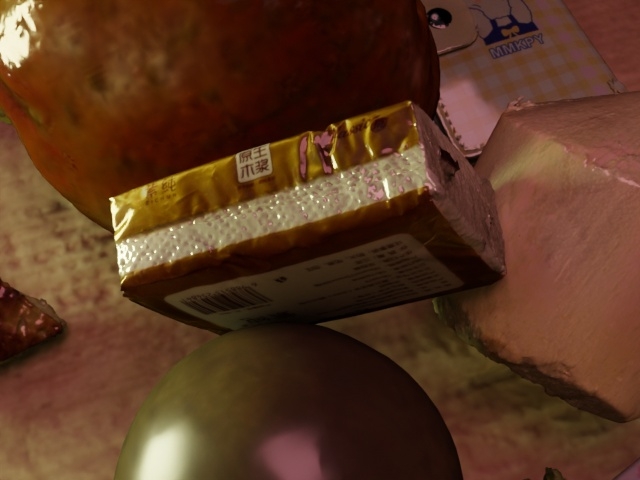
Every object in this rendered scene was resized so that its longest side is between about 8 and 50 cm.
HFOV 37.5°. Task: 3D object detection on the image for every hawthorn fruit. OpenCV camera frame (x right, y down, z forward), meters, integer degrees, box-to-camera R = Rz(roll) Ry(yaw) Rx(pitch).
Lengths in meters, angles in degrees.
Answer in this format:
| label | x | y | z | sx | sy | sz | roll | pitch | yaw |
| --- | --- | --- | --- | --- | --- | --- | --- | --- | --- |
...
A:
| label | x | y | z | sx | sy | sz | roll | pitch | yaw |
| --- | --- | --- | --- | --- | --- | --- | --- | --- | --- |
| hawthorn fruit | -0.114 | -0.178 | 0.801 | 0.402 | 0.403 | 0.403 | 0 | 59 | 0 |

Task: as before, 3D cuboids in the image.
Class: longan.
| label | x | y | z | sx | sy | sz | roll | pitch | yaw |
| --- | --- | --- | --- | --- | --- | --- | --- | --- | --- |
| longan | -0.019 | 0.186 | 0.645 | 0.257 | 0.258 | 0.258 | 0 | 59 | 0 |

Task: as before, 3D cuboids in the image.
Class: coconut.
| label | x | y | z | sx | sy | sz | roll | pitch | yaw |
| --- | --- | --- | --- | --- | --- | --- | --- | --- | --- |
| coconut | 0.223 | -0.006 | 0.759 | 0.239 | 0.239 | 0.244 | 31 | 100 | 17 |

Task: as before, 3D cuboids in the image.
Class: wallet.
| label | x | y | z | sx | sy | sz | roll | pitch | yaw |
| --- | --- | --- | --- | --- | --- | --- | --- | --- | --- |
| wallet | 0.164 | -0.223 | 0.997 | 0.223 | 0.077 | 0.310 | -16 | 61 | -13 |

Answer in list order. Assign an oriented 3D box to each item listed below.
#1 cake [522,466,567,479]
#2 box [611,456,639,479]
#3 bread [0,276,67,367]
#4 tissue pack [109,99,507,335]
| label | x | y | z | sx | sy | sz | roll | pitch | yaw |
| --- | --- | --- | --- | --- | --- | --- | --- | --- | --- |
| cake | 0.120 | 0.256 | 0.573 | 0.100 | 0.099 | 0.235 | 22 | 79 | 27 |
| box | 0.307 | 0.230 | 0.701 | 0.369 | 0.112 | 0.190 | -33 | 66 | -18 |
| bread | -0.315 | 0.082 | 0.804 | 0.154 | 0.054 | 0.136 | 35 | 75 | -17 |
| tissue pack | 0.000 | 0.000 | 0.649 | 0.226 | 0.183 | 0.092 | -18 | 68 | 20 |
